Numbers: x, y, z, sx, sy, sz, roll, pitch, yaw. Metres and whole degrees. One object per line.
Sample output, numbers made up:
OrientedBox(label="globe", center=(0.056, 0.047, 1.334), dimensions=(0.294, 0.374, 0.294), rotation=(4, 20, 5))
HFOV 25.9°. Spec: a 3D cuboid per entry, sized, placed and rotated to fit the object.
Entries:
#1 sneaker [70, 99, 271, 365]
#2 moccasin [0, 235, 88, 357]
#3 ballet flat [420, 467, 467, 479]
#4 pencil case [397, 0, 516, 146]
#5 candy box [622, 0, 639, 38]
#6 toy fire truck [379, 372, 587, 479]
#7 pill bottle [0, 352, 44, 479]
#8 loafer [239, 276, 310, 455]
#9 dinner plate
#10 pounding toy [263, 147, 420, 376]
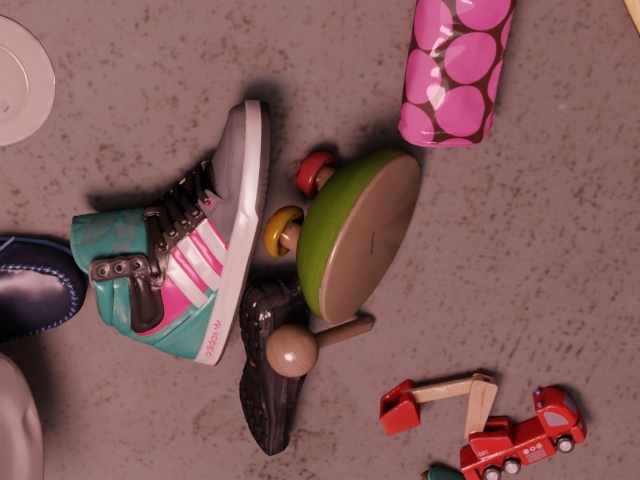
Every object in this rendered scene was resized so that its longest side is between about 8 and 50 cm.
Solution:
OrientedBox(label="sneaker", center=(-0.157, -0.017, 1.394), dimensions=(0.178, 0.124, 0.296), rotation=(11, 116, -11))
OrientedBox(label="moccasin", center=(-0.412, 0.087, 1.457), dimensions=(0.341, 0.117, 0.138), rotation=(-12, 113, 9))
OrientedBox(label="ballet flat", center=(0.188, 0.325, 1.549), dimensions=(0.206, 0.073, 0.067), rotation=(30, 127, -5))
OrientedBox(label="pencil case", center=(0.134, -0.190, 1.308), dimensions=(0.098, 0.095, 0.209), rotation=(3, 118, -14))
OrientedBox(label="candy box", center=(0.385, -0.211, 1.277), dimensions=(0.182, 0.087, 0.316), rotation=(-25, 111, 15))
OrientedBox(label="toy fire truck", center=(0.174, 0.191, 1.498), dimensions=(0.192, 0.047, 0.135), rotation=(-26, 109, 14))
OrientedBox(label="pill bottle", center=(-0.494, 0.225, 1.372), dimensions=(0.392, 0.224, 0.224), rotation=(-3, 114, 13))
OrientedBox(label="loafer", center=(-0.041, 0.135, 1.474), dimensions=(0.078, 0.076, 0.223), rotation=(-17, 129, -25))
OrientedBox(label="dinner plate", center=(-0.337, -0.159, 1.397), dimensions=(0.141, 0.017, 0.141), rotation=(2, 116, 3))
OrientedBox(label="pounding toy", center=(0.000, 0.000, 1.378), dimensions=(0.110, 0.183, 0.237), rotation=(27, 118, 19))
